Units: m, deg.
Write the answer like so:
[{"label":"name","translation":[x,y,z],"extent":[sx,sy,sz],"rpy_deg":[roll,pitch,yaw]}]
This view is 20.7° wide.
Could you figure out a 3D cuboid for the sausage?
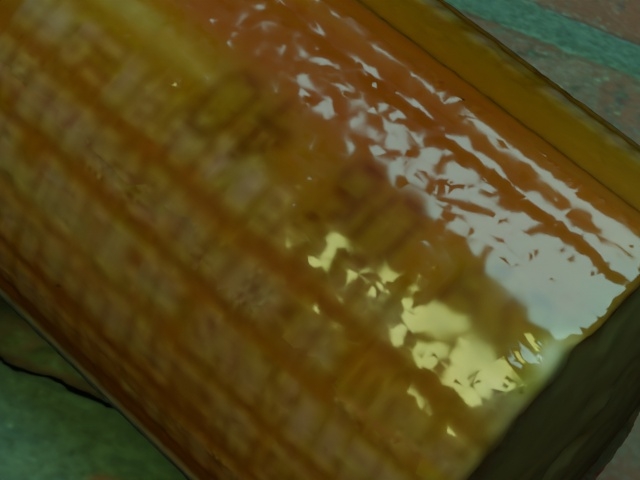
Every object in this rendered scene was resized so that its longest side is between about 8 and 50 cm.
[{"label":"sausage","translation":[0.000,0.000,0.743],"extent":[0.287,0.233,0.233],"rpy_deg":[40,42,23]}]
